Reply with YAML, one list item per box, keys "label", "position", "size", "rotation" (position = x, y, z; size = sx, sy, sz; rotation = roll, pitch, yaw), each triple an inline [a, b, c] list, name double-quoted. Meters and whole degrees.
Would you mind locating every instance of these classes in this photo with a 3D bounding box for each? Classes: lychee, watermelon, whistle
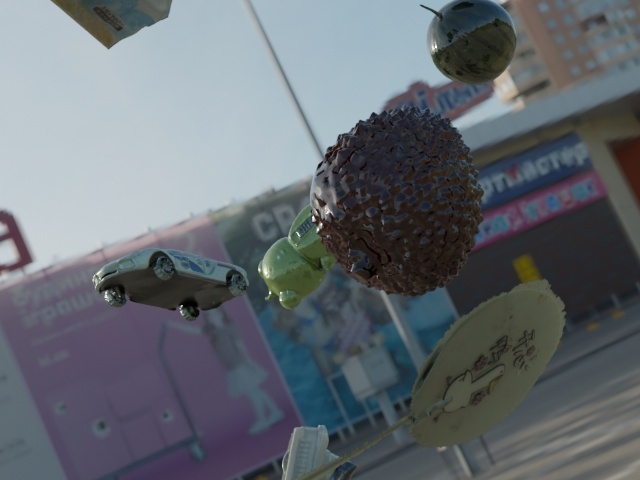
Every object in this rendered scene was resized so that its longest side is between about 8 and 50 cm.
- label: "lychee"
  position: [0.054, -0.029, 0.828]
  size: [0.129, 0.123, 0.123]
  rotation: [-62, -7, -4]
- label: "watermelon"
  position: [0.169, -0.243, 1.442]
  size: [0.133, 0.105, 0.105]
  rotation: [29, -37, -23]
- label: "whistle"
  position: [0.000, 0.000, 1.695]
  size: [0.227, 0.105, 0.085]
  rotation: [-46, -46, 5]

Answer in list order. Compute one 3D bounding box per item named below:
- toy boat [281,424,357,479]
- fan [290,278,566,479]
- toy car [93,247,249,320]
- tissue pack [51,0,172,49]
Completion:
- label: "toy boat"
  position: [-0.006, 0.398, 1.699]
  size: [0.141, 0.269, 0.141]
  rotation: [-5, -19, -2]
- label: "fan"
  position: [0.124, 0.190, 1.371]
  size: [0.415, 0.012, 0.233]
  rotation: [-30, -44, -20]
- label: "toy car"
  position: [-0.171, 0.046, 1.407]
  size: [0.095, 0.056, 0.205]
  rotation: [-28, -29, 34]
- label: "tissue pack"
  position: [-0.214, -0.318, 1.100]
  size: [0.145, 0.159, 0.229]
  rotation: [-21, -47, 33]
